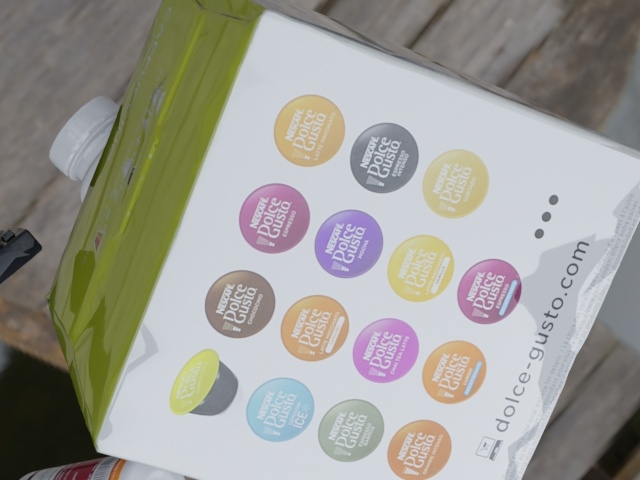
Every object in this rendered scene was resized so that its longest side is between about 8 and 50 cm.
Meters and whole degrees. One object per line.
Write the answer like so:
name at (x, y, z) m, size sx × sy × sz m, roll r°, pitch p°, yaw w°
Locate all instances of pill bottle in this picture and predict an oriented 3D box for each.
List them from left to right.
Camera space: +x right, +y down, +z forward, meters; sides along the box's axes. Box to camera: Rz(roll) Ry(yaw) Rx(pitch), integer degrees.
pill bottle at (-0.179, 0.209, 1.178) m, size 0.152 × 0.086 × 0.086 m, roll -14°, pitch 154°, yaw 27°
pill bottle at (-0.162, -0.048, 1.500) m, size 0.112 × 0.186 × 0.112 m, roll -49°, pitch 172°, yaw -10°

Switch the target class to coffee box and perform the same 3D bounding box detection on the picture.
coffee box at (0.000, 0.000, 1.276) m, size 0.334 × 0.338 × 0.338 m, roll 19°, pitch 100°, yaw -20°

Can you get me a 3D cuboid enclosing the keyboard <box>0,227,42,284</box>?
keyboard at (-0.372, 0.096, 1.356) m, size 0.317 × 0.201 × 0.033 m, roll -42°, pitch 109°, yaw -14°
